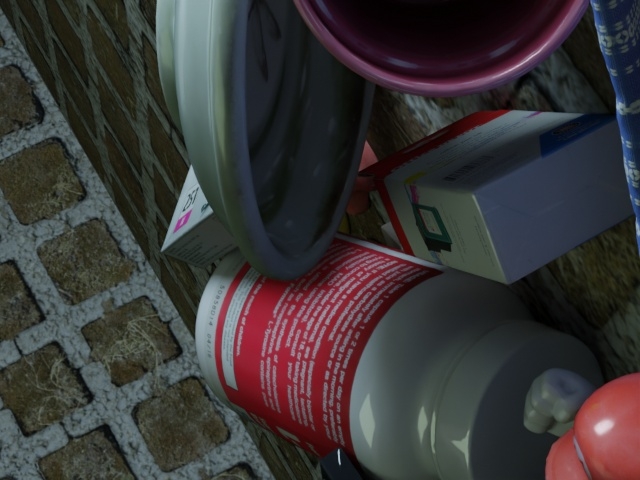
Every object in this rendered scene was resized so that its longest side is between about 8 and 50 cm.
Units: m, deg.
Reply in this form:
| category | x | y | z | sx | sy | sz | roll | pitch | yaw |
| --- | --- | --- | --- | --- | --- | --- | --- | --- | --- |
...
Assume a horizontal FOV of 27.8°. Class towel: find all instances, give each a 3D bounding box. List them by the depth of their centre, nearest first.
| category | x | y | z | sx | sy | sz | roll | pitch | yaw |
| --- | --- | --- | --- | --- | --- | --- | --- | --- | --- |
| towel | 0.193 | -0.046 | 0.754 | 0.243 | 0.040 | 0.336 | -67 | -35 | -53 |

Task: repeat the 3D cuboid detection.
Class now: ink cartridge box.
| category | x | y | z | sx | sy | sz | roll | pitch | yaw |
| --- | --- | --- | --- | --- | --- | --- | --- | --- | --- |
| ink cartridge box | 0.136 | -0.042 | 1.031 | 0.078 | 0.134 | 0.231 | 66 | 165 | -14 |
| ink cartridge box | -0.066 | -0.112 | 1.328 | 0.060 | 0.239 | 0.275 | 22 | 159 | -17 |

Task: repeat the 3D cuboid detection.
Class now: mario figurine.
| category | x | y | z | sx | sy | sz | roll | pitch | yaw |
| --- | --- | --- | --- | --- | --- | --- | --- | --- | --- |
| mario figurine | 0.237 | 0.207 | 0.929 | 0.198 | 0.170 | 0.320 | 10 | 155 | 35 |

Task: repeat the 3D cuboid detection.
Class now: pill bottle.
| category | x | y | z | sx | sy | sz | roll | pitch | yaw |
| --- | --- | --- | --- | --- | --- | --- | --- | --- | --- |
| pill bottle | 0.071 | 0.125 | 1.280 | 0.408 | 0.229 | 0.229 | 18 | 135 | 51 |

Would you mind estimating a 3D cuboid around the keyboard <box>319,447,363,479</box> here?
| category | x | y | z | sx | sy | sz | roll | pitch | yaw |
| --- | --- | --- | --- | --- | --- | --- | --- | --- | --- |
| keyboard | 0.088 | 0.318 | 1.122 | 0.317 | 0.033 | 0.201 | 53 | 160 | 27 |

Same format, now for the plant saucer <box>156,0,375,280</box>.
| category | x | y | z | sx | sy | sz | roll | pitch | yaw |
| --- | --- | --- | --- | --- | --- | --- | --- | --- | --- |
| plant saucer | -0.040 | -0.172 | 0.979 | 0.400 | 0.101 | 0.400 | 7 | -90 | -76 |

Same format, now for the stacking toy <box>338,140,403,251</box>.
| category | x | y | z | sx | sy | sz | roll | pitch | yaw |
| --- | --- | --- | --- | --- | --- | --- | --- | --- | --- |
| stacking toy | 0.000 | 0.000 | 1.548 | 0.279 | 0.130 | 0.309 | 58 | 164 | 19 |

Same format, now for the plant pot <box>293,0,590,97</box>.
| category | x | y | z | sx | sy | sz | roll | pitch | yaw |
| --- | --- | --- | --- | --- | --- | --- | --- | --- | --- |
| plant pot | 0.073 | -0.207 | 0.856 | 0.180 | 0.201 | 0.201 | -91 | -22 | -74 |
